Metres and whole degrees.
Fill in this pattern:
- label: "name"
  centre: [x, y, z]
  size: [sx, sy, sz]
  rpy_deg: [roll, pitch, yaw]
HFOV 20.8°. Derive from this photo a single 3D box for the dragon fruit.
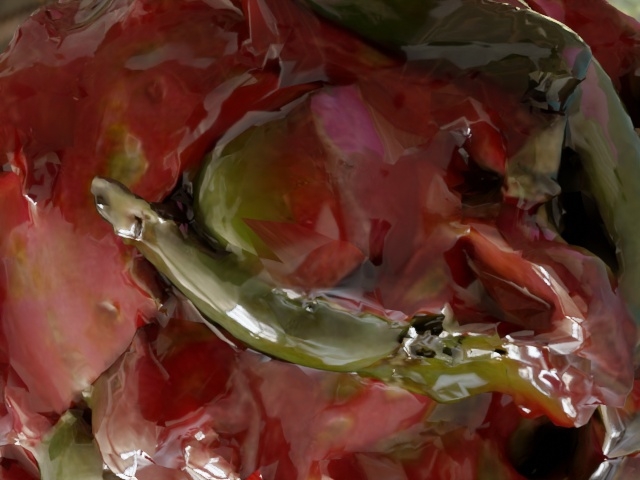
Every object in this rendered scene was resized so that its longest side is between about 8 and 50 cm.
- label: "dragon fruit"
  centre: [-0.004, 0.011, 0.543]
  size: [0.303, 0.231, 0.237]
  rpy_deg: [1, 59, 49]
